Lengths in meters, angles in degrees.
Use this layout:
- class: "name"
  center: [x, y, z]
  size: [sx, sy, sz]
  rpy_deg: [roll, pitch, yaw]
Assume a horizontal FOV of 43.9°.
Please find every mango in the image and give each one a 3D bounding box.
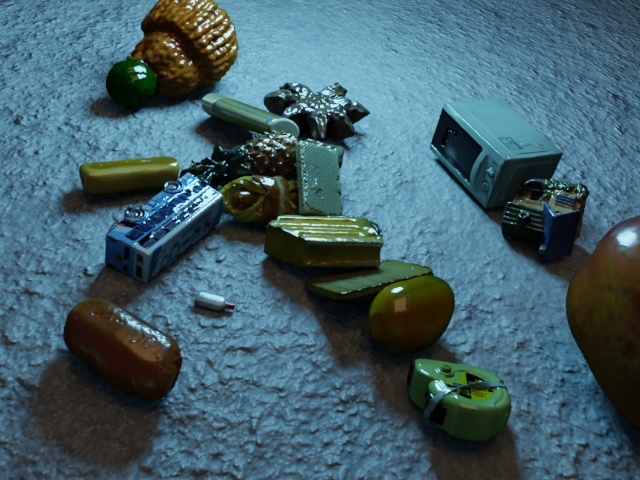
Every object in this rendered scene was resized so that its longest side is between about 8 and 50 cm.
- class: "mango"
  center: [0.196, 0.156, 1.659]
  size: [0.221, 0.152, 0.120]
  rpy_deg: [-12, 4, -37]

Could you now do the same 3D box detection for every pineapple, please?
- class: "pineapple"
  center: [-0.199, -0.188, 1.996]
  size: [0.309, 0.141, 0.170]
  rpy_deg: [-19, 57, -25]

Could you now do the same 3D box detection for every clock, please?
- class: "clock"
  center: [0.112, -0.027, 1.974]
  size: [0.083, 0.010, 0.074]
  rpy_deg: [-8, 43, -26]

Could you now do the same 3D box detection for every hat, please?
- class: "hat"
  center: [-0.415, -0.513, 2.269]
  size: [0.285, 0.285, 0.400]
  rpy_deg: [20, 57, 9]

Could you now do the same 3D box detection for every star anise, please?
- class: "star anise"
  center: [-0.012, -0.384, 2.312]
  size: [0.315, 0.108, 0.315]
  rpy_deg: [4, 45, -4]

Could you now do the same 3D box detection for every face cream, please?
- class: "face cream"
  center: [-0.222, 0.130, 1.669]
  size: [0.083, 0.021, 0.040]
  rpy_deg: [15, 38, 3]
- class: "face cream"
  center: [-0.204, -0.340, 2.179]
  size: [0.285, 0.067, 0.139]
  rpy_deg: [25, 8, 31]

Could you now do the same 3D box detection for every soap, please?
- class: "soap"
  center: [0.000, 0.000, 1.829]
  size: [0.257, 0.080, 0.160]
  rpy_deg: [0, 22, -14]

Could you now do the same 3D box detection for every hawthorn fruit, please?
- class: "hawthorn fruit"
  center: [0.735, 0.163, 1.569]
  size: [0.471, 0.472, 0.472]
  rpy_deg: [8, 38, -6]

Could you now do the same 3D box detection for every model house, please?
- class: "model house"
  center: [0.565, -0.051, 2.023]
  size: [0.182, 0.167, 0.172]
  rpy_deg: [17, 40, 25]

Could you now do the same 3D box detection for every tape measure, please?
- class: "tape measure"
  center: [0.274, 0.309, 1.520]
  size: [0.199, 0.106, 0.175]
  rpy_deg: [11, 24, -6]

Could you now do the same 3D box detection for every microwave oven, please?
- class: "microwave oven"
  center: [0.480, -0.242, 2.215]
  size: [0.237, 0.181, 0.295]
  rpy_deg: [-8, 42, -28]

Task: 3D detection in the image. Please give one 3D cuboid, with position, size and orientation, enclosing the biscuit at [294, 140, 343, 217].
- class: "biscuit"
  center: [-0.004, -0.145, 1.942]
  size: [0.121, 0.040, 0.200]
  rpy_deg: [12, 60, -32]

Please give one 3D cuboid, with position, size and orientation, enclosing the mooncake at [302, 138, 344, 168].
- class: "mooncake"
  center: [-0.005, -0.212, 2.086]
  size: [0.125, 0.130, 0.073]
  rpy_deg: [10, 70, -6]

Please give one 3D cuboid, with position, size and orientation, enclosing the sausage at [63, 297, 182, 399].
- class: "sausage"
  center: [-0.367, 0.197, 1.458]
  size: [0.258, 0.133, 0.133]
  rpy_deg: [30, 41, 19]

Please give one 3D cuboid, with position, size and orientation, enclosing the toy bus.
- class: "toy bus"
  center: [-0.347, -0.034, 1.776]
  size: [0.131, 0.106, 0.297]
  rpy_deg: [28, 42, 16]

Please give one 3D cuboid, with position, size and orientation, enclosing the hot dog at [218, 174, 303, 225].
- class: "hot dog"
  center: [-0.123, -0.099, 1.905]
  size: [0.261, 0.093, 0.123]
  rpy_deg: [-5, 82, -27]

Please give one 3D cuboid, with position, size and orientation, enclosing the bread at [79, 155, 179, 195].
- class: "bread"
  center: [-0.458, -0.155, 1.919]
  size: [0.239, 0.074, 0.092]
  rpy_deg: [-9, 26, -28]

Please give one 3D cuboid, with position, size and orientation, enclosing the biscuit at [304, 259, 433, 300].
- class: "biscuit"
  center: [0.109, 0.088, 1.756]
  size: [0.254, 0.029, 0.172]
  rpy_deg: [-13, 12, -28]
